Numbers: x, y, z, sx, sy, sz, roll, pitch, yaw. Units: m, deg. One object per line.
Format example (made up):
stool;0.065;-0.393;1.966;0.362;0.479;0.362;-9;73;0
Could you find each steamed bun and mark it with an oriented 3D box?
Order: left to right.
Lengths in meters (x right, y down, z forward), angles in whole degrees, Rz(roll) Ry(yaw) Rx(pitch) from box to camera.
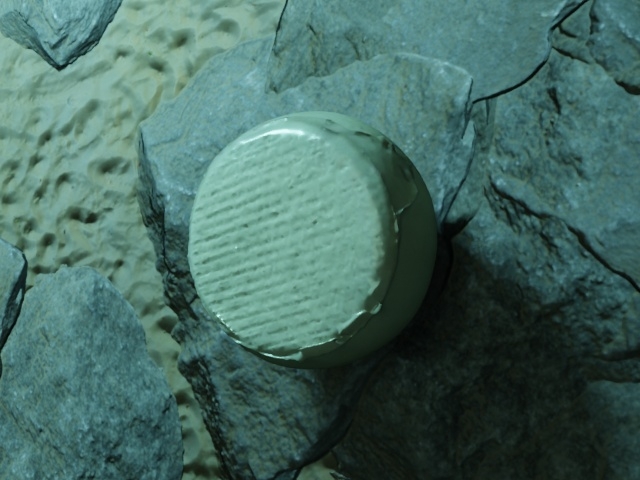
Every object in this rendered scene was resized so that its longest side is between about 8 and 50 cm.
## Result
steamed bun;0.000;0.000;1.359;0.374;0.241;0.374;-1;87;28
